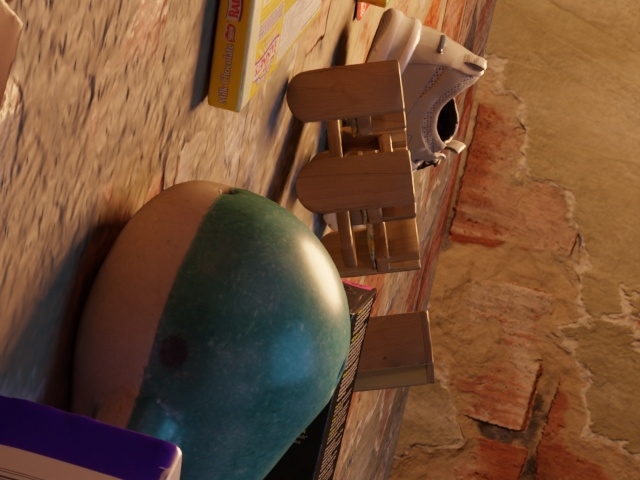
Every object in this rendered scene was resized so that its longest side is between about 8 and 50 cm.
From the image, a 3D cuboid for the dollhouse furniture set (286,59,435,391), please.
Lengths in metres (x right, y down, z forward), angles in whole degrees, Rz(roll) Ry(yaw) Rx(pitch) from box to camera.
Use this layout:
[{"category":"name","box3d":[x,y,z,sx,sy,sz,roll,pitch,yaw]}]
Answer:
[{"category":"dollhouse furniture set","box3d":[0.000,0.000,1.470,0.212,0.161,0.242,73,10,-75]}]

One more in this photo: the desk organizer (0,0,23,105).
[{"category":"desk organizer","box3d":[-0.138,-0.071,0.578,0.130,0.047,0.050,63,40,-78]}]

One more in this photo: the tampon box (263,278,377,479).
[{"category":"tampon box","box3d":[-0.041,0.102,1.264,0.101,0.120,0.161,-37,141,-76]}]

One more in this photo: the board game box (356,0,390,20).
[{"category":"board game box","box3d":[0.076,-0.329,1.601,0.124,0.039,0.259,-62,167,-53]}]

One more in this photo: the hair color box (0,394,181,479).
[{"category":"hair color box","box3d":[-0.155,0.268,0.859,0.185,0.110,0.339,-64,168,-57]}]

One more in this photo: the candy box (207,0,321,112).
[{"category":"candy box","box3d":[-0.029,-0.171,1.192,0.206,0.027,0.105,-60,163,-61]}]

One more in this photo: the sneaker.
[{"category":"sneaker","box3d":[0.075,-0.088,1.683,0.281,0.115,0.105,108,3,-54]}]

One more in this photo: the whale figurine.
[{"category":"whale figurine","box3d":[-0.067,0.105,1.030,0.216,0.141,0.272,-41,146,-76]}]
